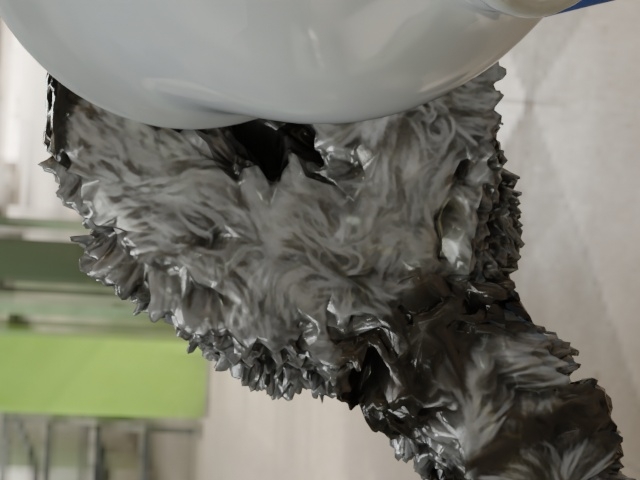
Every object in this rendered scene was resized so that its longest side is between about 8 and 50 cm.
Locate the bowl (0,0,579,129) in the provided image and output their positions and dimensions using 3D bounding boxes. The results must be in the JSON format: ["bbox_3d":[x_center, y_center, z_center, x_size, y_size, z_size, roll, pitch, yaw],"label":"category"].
[{"bbox_3d":[0.033,-0.158,0.559,0.134,0.298,0.298,23,116,33],"label":"bowl"}]

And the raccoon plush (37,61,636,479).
[{"bbox_3d":[0.000,0.000,0.921,0.299,0.216,0.446,-92,-16,-83],"label":"raccoon plush"}]

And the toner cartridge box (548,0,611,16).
[{"bbox_3d":[0.117,-0.261,1.541,0.075,0.348,0.165,-6,100,51],"label":"toner cartridge box"}]
